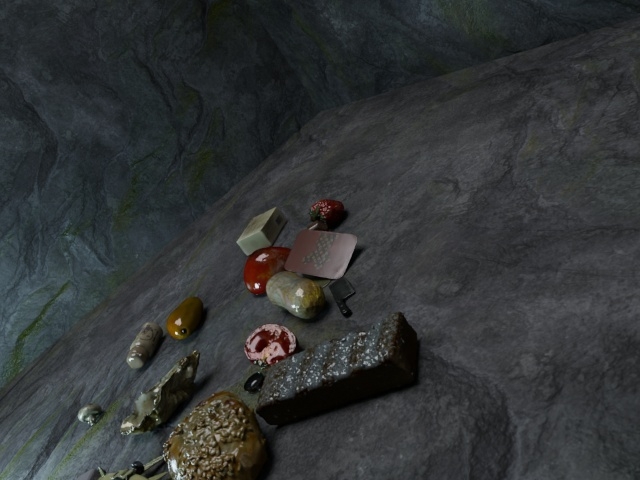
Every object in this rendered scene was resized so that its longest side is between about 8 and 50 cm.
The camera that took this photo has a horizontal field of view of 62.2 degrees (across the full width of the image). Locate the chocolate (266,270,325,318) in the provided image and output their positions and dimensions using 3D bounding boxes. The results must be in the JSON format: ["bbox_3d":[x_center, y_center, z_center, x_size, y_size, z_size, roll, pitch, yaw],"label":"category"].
[{"bbox_3d":[-0.089,0.175,1.739,0.134,0.134,0.309,-43,23,-15],"label":"chocolate"}]

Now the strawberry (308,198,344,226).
[{"bbox_3d":[0.031,-0.121,2.170,0.148,0.131,0.131,-54,26,-21],"label":"strawberry"}]

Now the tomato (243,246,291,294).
[{"bbox_3d":[-0.206,0.093,2.069,0.200,0.140,0.233,0,41,47],"label":"tomato"}]

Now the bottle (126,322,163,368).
[{"bbox_3d":[-0.744,0.449,2.227,0.209,0.097,0.110,-79,14,-59],"label":"bottle"}]

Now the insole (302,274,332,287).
[{"bbox_3d":[-0.014,0.119,1.905,0.086,0.005,0.253,-39,22,-6],"label":"insole"}]

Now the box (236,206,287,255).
[{"bbox_3d":[-0.278,-0.045,2.517,0.168,0.095,0.212,-20,26,32],"label":"box"}]

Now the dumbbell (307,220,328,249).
[{"bbox_3d":[0.000,0.000,2.022,0.092,0.082,0.231,-35,21,7],"label":"dumbbell"}]

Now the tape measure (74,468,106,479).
[{"bbox_3d":[-0.711,0.773,1.476,0.197,0.120,0.236,-28,18,6],"label":"tape measure"}]

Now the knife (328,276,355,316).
[{"bbox_3d":[0.073,0.168,1.658,0.072,0.019,0.245,-34,20,3],"label":"knife"}]

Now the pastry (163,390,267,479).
[{"bbox_3d":[-0.265,0.496,1.293,0.255,0.162,0.310,-55,25,-19],"label":"pastry"}]

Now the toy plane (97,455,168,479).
[{"bbox_3d":[-0.535,0.662,1.448,0.244,0.092,0.229,-8,14,31],"label":"toy plane"}]

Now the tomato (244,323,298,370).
[{"bbox_3d":[-0.136,0.326,1.561,0.159,0.091,0.139,8,53,24],"label":"tomato"}]

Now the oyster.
[{"bbox_3d":[-0.502,0.508,1.721,0.341,0.110,0.166,-48,19,-20],"label":"oyster"}]

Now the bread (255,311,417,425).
[{"bbox_3d":[0.033,0.317,1.289,0.416,0.113,0.165,-27,21,25],"label":"bread"}]

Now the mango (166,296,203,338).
[{"bbox_3d":[-0.556,0.315,2.183,0.138,0.113,0.253,-29,21,17],"label":"mango"}]

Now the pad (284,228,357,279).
[{"bbox_3d":[-0.002,0.044,1.879,0.267,0.004,0.181,7,64,37],"label":"pad"}]

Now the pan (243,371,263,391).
[{"bbox_3d":[-0.182,0.419,1.524,0.068,0.023,0.115,-41,19,-13],"label":"pan"}]

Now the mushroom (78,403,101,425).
[{"bbox_3d":[-0.876,0.668,2.024,0.085,0.085,0.079,-38,56,-4],"label":"mushroom"}]
